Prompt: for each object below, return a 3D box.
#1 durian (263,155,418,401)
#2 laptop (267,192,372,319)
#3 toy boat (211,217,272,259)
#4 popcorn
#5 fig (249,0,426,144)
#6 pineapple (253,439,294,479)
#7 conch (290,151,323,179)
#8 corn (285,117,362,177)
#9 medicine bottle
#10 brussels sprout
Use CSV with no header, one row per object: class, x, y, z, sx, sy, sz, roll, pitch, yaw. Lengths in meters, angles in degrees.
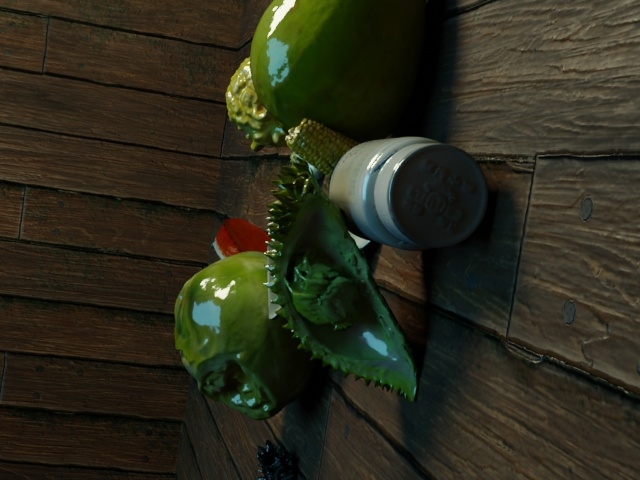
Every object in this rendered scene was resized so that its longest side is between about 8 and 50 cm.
durian,0.025,0.044,1.320,0.170,0.157,0.355,-8,117,42
laptop,0.000,0.000,1.664,0.269,0.015,0.187,-39,36,29
toy boat,-0.186,0.049,2.362,0.332,0.145,0.133,-125,51,-66
popcorn,-0.094,-0.302,2.120,0.181,0.217,0.235,-36,-49,-72
fig,0.037,-0.296,1.460,0.326,0.258,0.258,-63,18,13
pineapple,-0.106,0.502,1.914,0.103,0.083,0.221,-121,43,-68
conch,-0.028,-0.163,2.007,0.088,0.065,0.180,-101,31,-57
corn,0.047,-0.107,1.385,0.067,0.206,0.067,-54,17,24
medicine bottle,0.105,-0.059,1.234,0.258,0.144,0.143,-158,77,-77
brussels sprout,-0.147,0.174,1.844,0.344,0.268,0.344,-22,61,46
